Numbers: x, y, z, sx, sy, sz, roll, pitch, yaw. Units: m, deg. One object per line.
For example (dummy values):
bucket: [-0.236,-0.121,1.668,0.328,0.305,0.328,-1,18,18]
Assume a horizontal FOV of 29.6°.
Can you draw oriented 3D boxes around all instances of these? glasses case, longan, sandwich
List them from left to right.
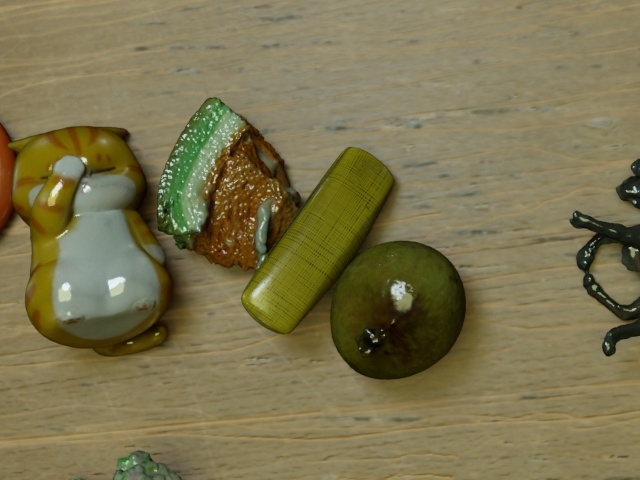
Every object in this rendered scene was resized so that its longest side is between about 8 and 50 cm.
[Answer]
sandwich: [-0.093,-0.063,1.369,0.160,0.109,0.184,16,81,4]
glasses case: [0.000,0.000,1.340,0.079,0.064,0.234,39,70,-12]
longan: [0.079,0.079,1.300,0.145,0.176,0.154,8,113,18]

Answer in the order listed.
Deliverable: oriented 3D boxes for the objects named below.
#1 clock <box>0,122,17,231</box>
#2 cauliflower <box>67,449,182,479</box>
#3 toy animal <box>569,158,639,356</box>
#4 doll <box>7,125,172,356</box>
clock: [-0.463,-0.076,1.472,0.205,0.051,0.205,0,88,12]
cauliflower: [-0.256,0.359,1.299,0.239,0.315,0.256,-25,62,19]
toy animal: [0.353,0.025,1.293,0.148,0.084,0.232,-14,81,9]
doll: [-0.262,-0.007,1.369,0.167,0.162,0.269,-5,80,-23]
